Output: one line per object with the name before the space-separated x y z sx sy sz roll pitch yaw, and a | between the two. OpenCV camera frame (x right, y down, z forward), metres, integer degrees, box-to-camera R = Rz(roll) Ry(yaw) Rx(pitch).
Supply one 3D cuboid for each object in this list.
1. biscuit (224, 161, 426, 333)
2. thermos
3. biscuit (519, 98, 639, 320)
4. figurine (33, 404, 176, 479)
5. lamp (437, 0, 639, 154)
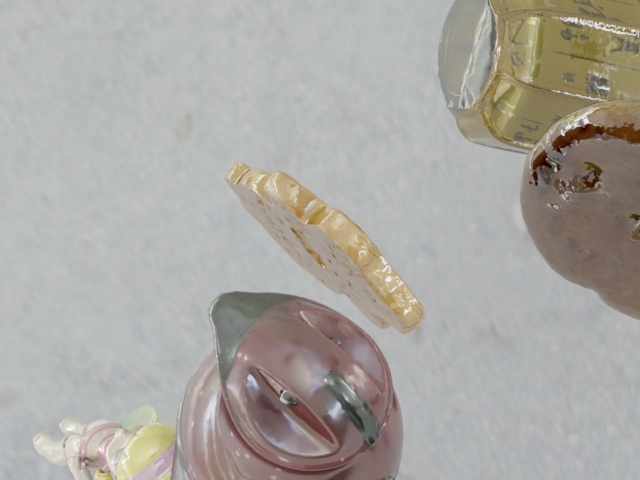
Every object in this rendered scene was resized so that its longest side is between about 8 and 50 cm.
biscuit | 0.005 0.003 1.177 0.027 0.184 0.133 -46 106 -9
thermos | -0.017 0.129 0.920 0.109 0.330 0.136 -15 70 -13
biscuit | 0.231 -0.012 1.212 0.212 0.212 0.036 12 52 19
figurine | -0.139 0.159 1.302 0.187 0.083 0.083 5 63 50
lamp | 0.197 -0.139 1.448 0.185 0.161 0.161 5 62 -22
